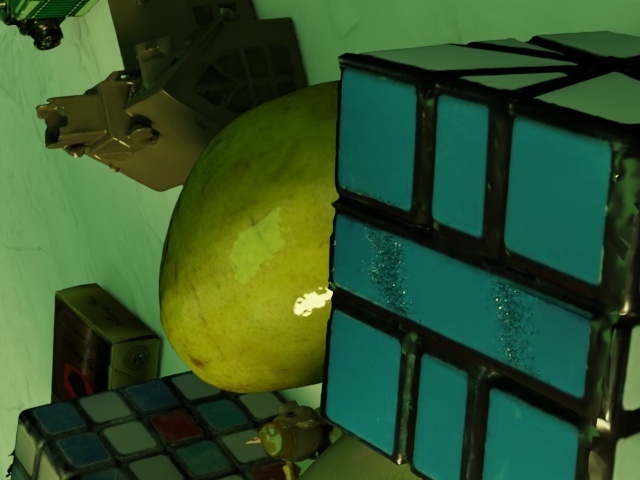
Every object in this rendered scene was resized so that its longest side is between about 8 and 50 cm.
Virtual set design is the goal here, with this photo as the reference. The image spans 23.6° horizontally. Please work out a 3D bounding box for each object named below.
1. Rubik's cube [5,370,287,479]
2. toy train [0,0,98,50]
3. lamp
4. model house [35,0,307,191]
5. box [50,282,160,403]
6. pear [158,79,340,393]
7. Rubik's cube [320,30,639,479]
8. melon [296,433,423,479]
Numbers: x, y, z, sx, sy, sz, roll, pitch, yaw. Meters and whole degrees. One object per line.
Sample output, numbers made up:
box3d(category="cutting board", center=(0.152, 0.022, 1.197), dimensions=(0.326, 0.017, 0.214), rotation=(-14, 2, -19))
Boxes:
box3d(category="Rubik's cube", center=(-0.142, 0.333, 1.582), dimensions=(0.293, 0.287, 0.292), rotation=(41, 130, 42))
box3d(category="toy train", center=(-0.360, -0.367, 1.850), dimensions=(0.154, 0.115, 0.269), rotation=(-33, 71, 58))
box3d(category="lamp", center=(0.011, 0.196, 1.362), dimensions=(0.118, 0.253, 0.118), rotation=(-9, 77, 45))
box3d(category="model house", center=(-0.169, -0.154, 1.528), dimensions=(0.211, 0.243, 0.204), rotation=(-21, 82, 55))
box3d(category="box", center=(-0.275, 0.194, 1.920), dimensions=(0.159, 0.071, 0.240), rotation=(37, 128, 46))
box3d(category="pear", center=(0.000, 0.000, 1.319), dimensions=(0.307, 0.253, 0.253), rotation=(-36, 68, 29))
box3d(category="Rubik's cube", center=(0.195, 0.019, 1.036), dimensions=(0.288, 0.293, 0.283), rotation=(22, 117, 48))
box3d(category="melon", center=(0.106, 0.254, 1.203), dimensions=(0.268, 0.330, 0.268), rotation=(46, 157, 27))
